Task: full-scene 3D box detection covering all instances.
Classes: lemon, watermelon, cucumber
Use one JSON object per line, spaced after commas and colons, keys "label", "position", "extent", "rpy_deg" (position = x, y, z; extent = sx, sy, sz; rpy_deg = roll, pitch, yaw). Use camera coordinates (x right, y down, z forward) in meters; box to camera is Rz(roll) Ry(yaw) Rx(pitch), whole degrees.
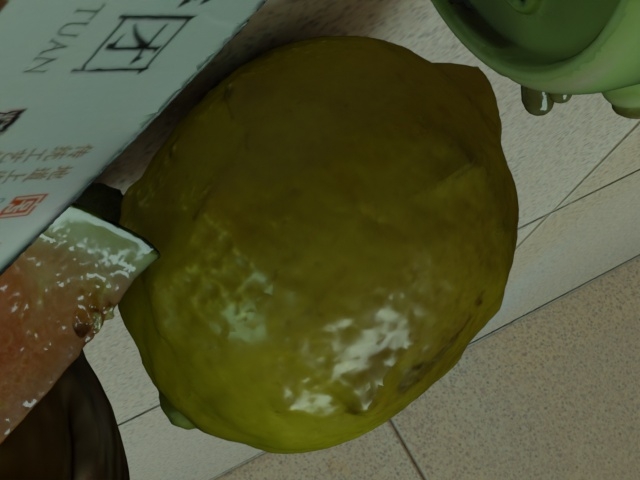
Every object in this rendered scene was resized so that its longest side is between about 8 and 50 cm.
{"label": "lemon", "position": [0.000, 0.000, 0.767], "extent": [0.288, 0.233, 0.233], "rpy_deg": [-48, 165, 3]}
{"label": "watermelon", "position": [-0.241, 0.047, 0.609], "extent": [0.303, 0.159, 0.128], "rpy_deg": [-45, 161, -20]}
{"label": "cucumber", "position": [-0.164, 0.006, 0.823], "extent": [0.064, 0.064, 0.112], "rpy_deg": [-18, 160, -41]}

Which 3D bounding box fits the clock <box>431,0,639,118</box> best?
{"label": "clock", "position": [0.093, -0.152, 0.422], "extent": [0.096, 0.235, 0.308], "rpy_deg": [-19, 166, -17]}

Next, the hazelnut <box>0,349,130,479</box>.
{"label": "hazelnut", "position": [-0.279, 0.204, 0.791], "extent": [0.372, 0.315, 0.372], "rpy_deg": [-53, 169, -16]}

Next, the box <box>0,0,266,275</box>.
{"label": "box", "position": [-0.183, -0.086, 0.301], "extent": [0.344, 0.122, 0.385], "rpy_deg": [-40, 164, 34]}
